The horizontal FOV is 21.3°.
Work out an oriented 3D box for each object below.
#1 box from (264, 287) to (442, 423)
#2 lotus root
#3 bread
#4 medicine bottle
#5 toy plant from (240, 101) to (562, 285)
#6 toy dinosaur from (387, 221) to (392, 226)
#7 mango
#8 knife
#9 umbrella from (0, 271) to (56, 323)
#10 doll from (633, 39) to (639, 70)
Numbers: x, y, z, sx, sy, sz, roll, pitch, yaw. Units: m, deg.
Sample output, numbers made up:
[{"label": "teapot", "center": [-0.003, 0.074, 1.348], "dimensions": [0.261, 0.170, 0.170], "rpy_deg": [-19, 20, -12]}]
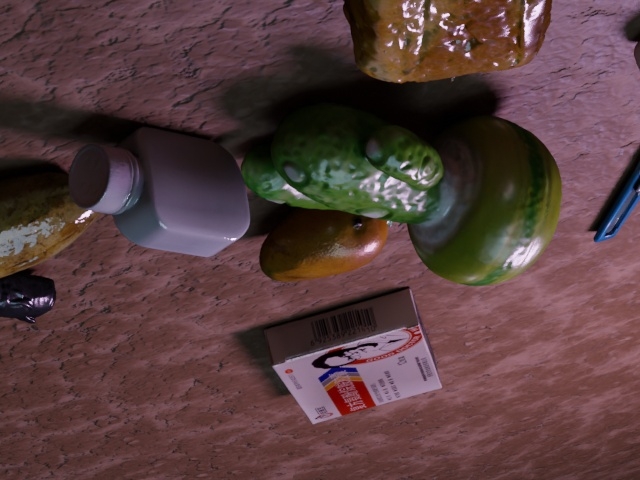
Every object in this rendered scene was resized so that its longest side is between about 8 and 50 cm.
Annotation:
[{"label": "box", "center": [0.055, 0.176, 2.492], "dimensions": [0.214, 0.069, 0.353], "rpy_deg": [-16, 157, 4]}, {"label": "lotus root", "center": [-0.349, -0.003, 1.731], "dimensions": [0.258, 0.097, 0.110], "rpy_deg": [-18, 156, -1]}, {"label": "bread", "center": [0.102, -0.255, 1.310], "dimensions": [0.195, 0.149, 0.344], "rpy_deg": [-7, 157, -3]}, {"label": "medicine bottle", "center": [-0.159, -0.051, 1.696], "dimensions": [0.069, 0.119, 0.183], "rpy_deg": [-30, 154, 36]}, {"label": "toy plant", "center": [0.086, -0.061, 1.787], "dimensions": [0.315, 0.185, 0.224], "rpy_deg": [11, 167, -29]}, {"label": "toy dinosaur", "center": [0.053, -0.021, 2.051], "dimensions": [0.062, 0.021, 0.083], "rpy_deg": [-28, 147, 9]}, {"label": "mango", "center": [-0.001, -0.001, 1.978], "dimensions": [0.165, 0.089, 0.115], "rpy_deg": [-15, 167, 14]}, {"label": "knife", "center": [0.401, -0.059, 2.178], "dimensions": [0.044, 0.026, 0.296], "rpy_deg": [-22, 161, -14]}, {"label": "umbrella", "center": [-0.393, 0.050, 1.887], "dimensions": [0.066, 0.059, 0.235], "rpy_deg": [-49, 145, 18]}, {"label": "doll", "center": [0.391, -0.216, 1.730], "dimensions": [0.161, 0.059, 0.160], "rpy_deg": [-7, 158, -18]}]
